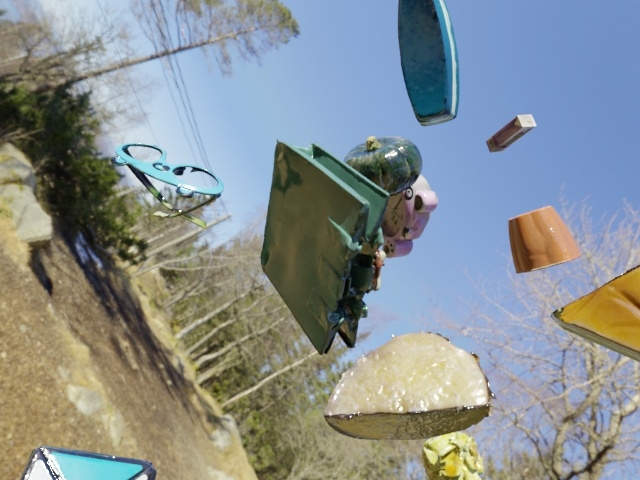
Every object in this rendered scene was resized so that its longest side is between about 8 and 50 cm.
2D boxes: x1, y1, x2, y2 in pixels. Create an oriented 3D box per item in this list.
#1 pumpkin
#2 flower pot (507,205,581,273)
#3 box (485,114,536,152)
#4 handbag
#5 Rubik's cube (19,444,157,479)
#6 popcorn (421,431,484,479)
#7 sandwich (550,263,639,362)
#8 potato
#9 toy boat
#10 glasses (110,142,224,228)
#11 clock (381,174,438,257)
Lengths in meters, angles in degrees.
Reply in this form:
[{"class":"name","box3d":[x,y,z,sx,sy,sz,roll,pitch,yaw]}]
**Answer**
[{"class":"pumpkin","box3d":[0.149,-0.189,1.138,0.211,0.211,0.152,-162,-122,-66]},{"class":"flower pot","box3d":[0.663,-0.005,1.373,0.190,0.190,0.174,137,-64,-72]},{"class":"box","box3d":[0.465,-0.261,1.105,0.117,0.050,0.036,-44,-121,58]},{"class":"handbag","box3d":[0.003,-0.001,0.728,0.274,0.100,0.269,43,-50,49]},{"class":"Rubik's cube","box3d":[-0.495,0.587,0.889,0.249,0.249,0.247,-94,-151,-50]},{"class":"popcorn","box3d":[0.288,0.492,0.993,0.135,0.142,0.162,3,-13,35]},{"class":"sandwich","box3d":[0.662,0.192,0.970,0.155,0.227,0.199,36,25,-59]},{"class":"potato","box3d":[0.093,0.170,0.502,0.101,0.171,0.089,-95,174,-47]},{"class":"toy boat","box3d":[0.186,-0.361,0.807,0.095,0.061,0.300,-8,-87,32]},{"class":"glasses","box3d":[-0.311,-0.113,0.951,0.238,0.102,0.207,26,-24,6]},{"class":"clock","box3d":[0.230,-0.096,1.329,0.228,0.090,0.248,63,-35,31]}]
